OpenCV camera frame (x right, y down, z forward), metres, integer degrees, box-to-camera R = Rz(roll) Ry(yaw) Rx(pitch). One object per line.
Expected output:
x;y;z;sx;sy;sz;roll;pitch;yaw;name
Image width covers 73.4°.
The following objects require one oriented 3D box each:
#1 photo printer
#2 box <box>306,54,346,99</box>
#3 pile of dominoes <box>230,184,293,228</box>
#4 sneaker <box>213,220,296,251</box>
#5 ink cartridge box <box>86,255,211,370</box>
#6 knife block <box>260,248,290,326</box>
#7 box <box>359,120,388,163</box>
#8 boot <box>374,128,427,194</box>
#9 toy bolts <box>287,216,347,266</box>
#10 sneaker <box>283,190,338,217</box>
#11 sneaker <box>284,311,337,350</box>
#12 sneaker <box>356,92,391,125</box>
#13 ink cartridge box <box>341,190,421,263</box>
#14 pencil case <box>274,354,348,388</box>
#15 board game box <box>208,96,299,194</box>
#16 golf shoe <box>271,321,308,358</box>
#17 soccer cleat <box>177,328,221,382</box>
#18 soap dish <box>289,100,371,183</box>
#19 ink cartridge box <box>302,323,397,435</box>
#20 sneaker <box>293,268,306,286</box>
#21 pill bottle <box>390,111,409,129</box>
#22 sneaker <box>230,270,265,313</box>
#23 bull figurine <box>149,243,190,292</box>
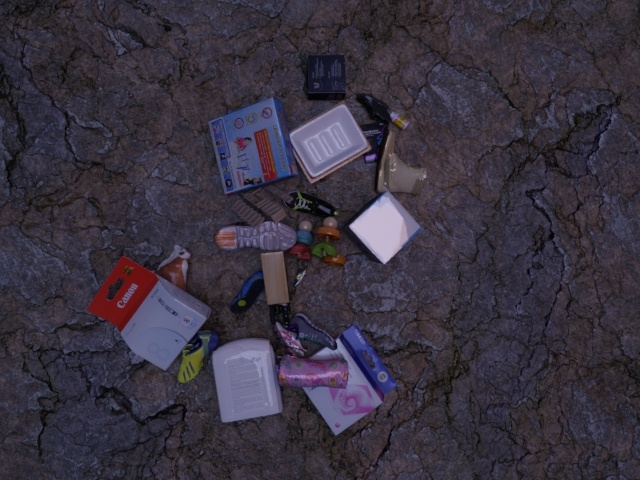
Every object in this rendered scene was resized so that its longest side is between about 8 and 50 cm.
-0.298;0.551;1.730;0.255;0.107;0.308;-10;89;-2;photo printer
0.022;-0.670;1.773;0.158;0.093;0.156;-2;89;-4;box
-0.231;-0.134;1.690;0.196;0.251;0.040;-38;130;-16;pile of dominoes
-0.262;-0.030;1.713;0.320;0.180;0.125;3;99;-16;sneaker
-0.665;0.283;1.638;0.384;0.091;0.308;35;108;-16;ink cartridge box
-0.169;0.198;1.682;0.088;0.276;0.242;-7;60;-3;knife block
0.233;-0.414;1.810;0.115;0.029;0.162;-9;88;-3;box
0.337;-0.314;1.757;0.203;0.095;0.262;5;109;-3;boot
0.000;0.000;1.746;0.228;0.218;0.159;2;73;29;toy bolts
-0.037;-0.149;1.759;0.234;0.097;0.084;15;88;-2;sneaker
-0.039;0.388;1.722;0.223;0.083;0.098;33;57;25;sneaker
0.220;-0.545;1.789;0.170;0.051;0.089;22;68;-3;sneaker
0.226;-0.047;1.683;0.198;0.270;0.197;-43;92;-3;ink cartridge box
-0.032;0.512;1.675;0.283;0.124;0.124;3;89;1;pencil case
-0.268;-0.364;1.703;0.301;0.086;0.309;-13;90;20;board game box
-0.130;0.404;1.769;0.086;0.067;0.186;-36;92;-28;golf shoe
-0.503;0.450;1.686;0.121;0.093;0.289;19;118;-42;soccer cleat
0.027;-0.396;1.756;0.290;0.118;0.229;-30;90;-2;soap dish
0.103;0.569;1.769;0.330;0.071;0.324;-35;90;-1;ink cartridge box
-0.091;0.154;1.788;0.035;0.031;0.083;32;83;12;sneaker
0.329;-0.506;1.809;0.083;0.043;0.043;36;88;-2;pill bottle
-0.298;0.212;1.766;0.069;0.082;0.209;32;106;-29;sneaker
-0.610;0.173;1.727;0.188;0.101;0.311;-5;89;1;bull figurine
